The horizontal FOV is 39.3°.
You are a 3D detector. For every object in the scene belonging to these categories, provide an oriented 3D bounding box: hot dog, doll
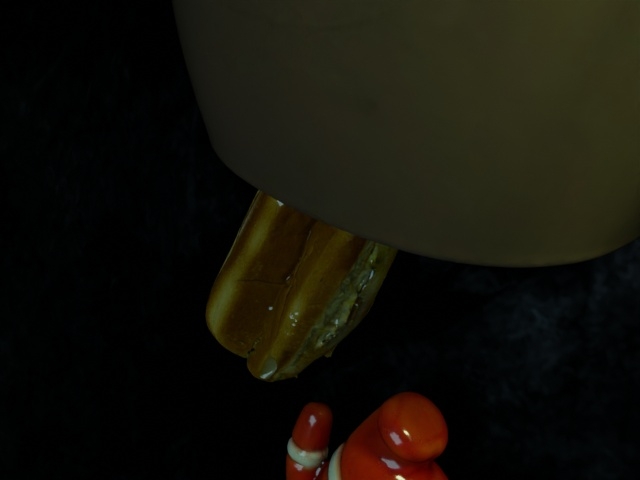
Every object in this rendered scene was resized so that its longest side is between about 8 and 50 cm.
[{"bbox_3d":[0.000,0.000,0.648,0.115,0.072,0.269,48,127,21],"label":"hot dog"},{"bbox_3d":[0.002,0.249,0.696,0.199,0.105,0.336,54,130,16],"label":"doll"}]

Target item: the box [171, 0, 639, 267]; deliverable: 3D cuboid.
[{"bbox_3d":[0.067,-0.138,0.421,0.301,0.301,0.216,30,127,32],"label":"box"}]
